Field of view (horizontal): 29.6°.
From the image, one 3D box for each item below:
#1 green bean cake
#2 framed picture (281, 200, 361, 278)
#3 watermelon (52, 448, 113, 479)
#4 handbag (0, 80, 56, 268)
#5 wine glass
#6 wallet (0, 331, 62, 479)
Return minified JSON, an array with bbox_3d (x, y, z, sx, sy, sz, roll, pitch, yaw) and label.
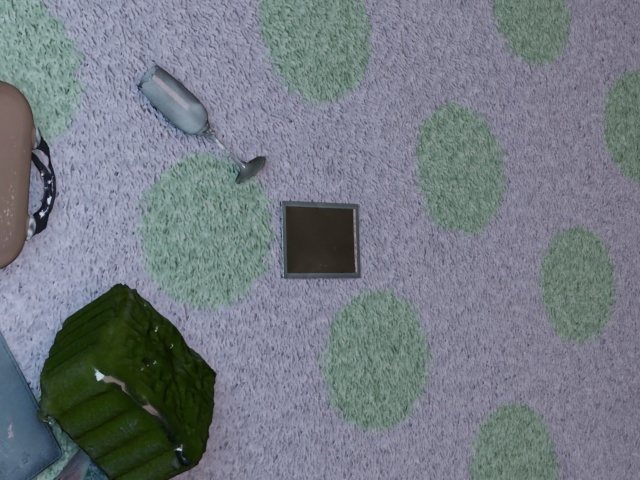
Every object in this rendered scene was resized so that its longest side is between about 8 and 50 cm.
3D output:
[{"bbox_3d":[-0.285,0.221,1.835,0.250,0.156,0.247,53,19,-21],"label":"green bean cake"},{"bbox_3d":[0.000,0.000,2.233,0.183,0.011,0.142,1,86,-38],"label":"framed picture"},{"bbox_3d":[-0.329,0.478,1.812,0.175,0.188,0.322,11,83,-29],"label":"watermelon"},{"bbox_3d":[-0.507,-0.092,1.753,0.283,0.149,0.302,9,78,-40],"label":"handbag"},{"bbox_3d":[-0.206,-0.199,2.051,0.262,0.074,0.074,43,62,-26],"label":"wine glass"},{"bbox_3d":[-0.537,0.289,1.753,0.290,0.054,0.251,-35,112,-40],"label":"wallet"}]
